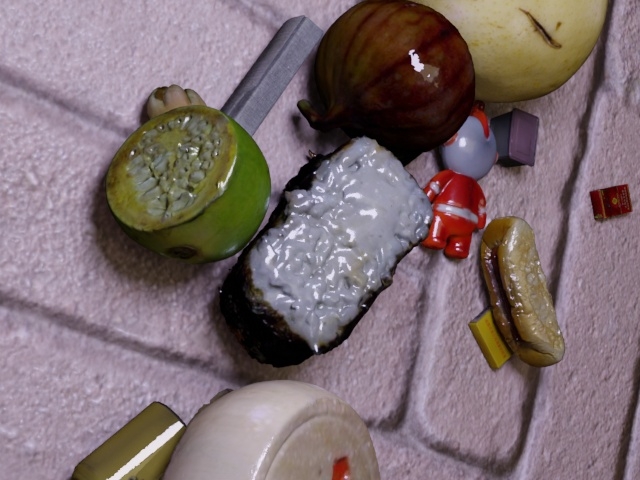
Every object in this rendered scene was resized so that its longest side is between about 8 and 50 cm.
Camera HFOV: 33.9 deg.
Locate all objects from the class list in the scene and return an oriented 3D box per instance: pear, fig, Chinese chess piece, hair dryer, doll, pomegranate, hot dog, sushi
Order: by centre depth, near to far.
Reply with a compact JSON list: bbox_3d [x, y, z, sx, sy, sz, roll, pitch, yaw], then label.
[{"bbox_3d":[-0.056,0.338,1.260,0.338,0.140,0.338,4,85,-58],"label":"Chinese chess piece"},{"bbox_3d":[-0.181,0.347,1.277,0.135,0.090,0.279,-39,113,-32],"label":"hair dryer"},{"bbox_3d":[-0.164,-0.070,1.297,0.190,0.241,0.159,-47,147,-4],"label":"pomegranate"},{"bbox_3d":[0.000,0.000,1.381,0.196,0.182,0.343,49,59,-19],"label":"sushi"},{"bbox_3d":[0.099,-0.216,1.443,0.235,0.235,0.214,47,47,-22],"label":"fig"},{"bbox_3d":[0.269,-0.353,1.541,0.309,0.309,0.309,4,82,-35],"label":"pear"},{"bbox_3d":[0.215,-0.098,1.604,0.142,0.076,0.245,18,79,-40],"label":"doll"},{"bbox_3d":[0.302,0.083,1.615,0.073,0.084,0.243,-16,92,-30],"label":"hot dog"}]

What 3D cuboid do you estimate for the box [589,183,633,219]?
[{"bbox_3d":[0.510,-0.068,1.839,0.082,0.023,0.052,-11,90,-36],"label":"box"}]

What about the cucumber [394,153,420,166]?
[{"bbox_3d":[0.111,-0.119,1.558,0.184,0.033,0.036,-34,127,-33],"label":"cucumber"}]

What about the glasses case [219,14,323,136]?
[{"bbox_3d":[-0.076,-0.215,1.415,0.047,0.070,0.205,42,64,-20],"label":"glasses case"}]

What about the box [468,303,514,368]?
[{"bbox_3d":[0.306,0.125,1.675,0.155,0.023,0.087,-37,103,-32],"label":"box"}]

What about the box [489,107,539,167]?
[{"bbox_3d":[0.306,-0.161,1.681,0.060,0.063,0.085,16,75,-35],"label":"box"}]
